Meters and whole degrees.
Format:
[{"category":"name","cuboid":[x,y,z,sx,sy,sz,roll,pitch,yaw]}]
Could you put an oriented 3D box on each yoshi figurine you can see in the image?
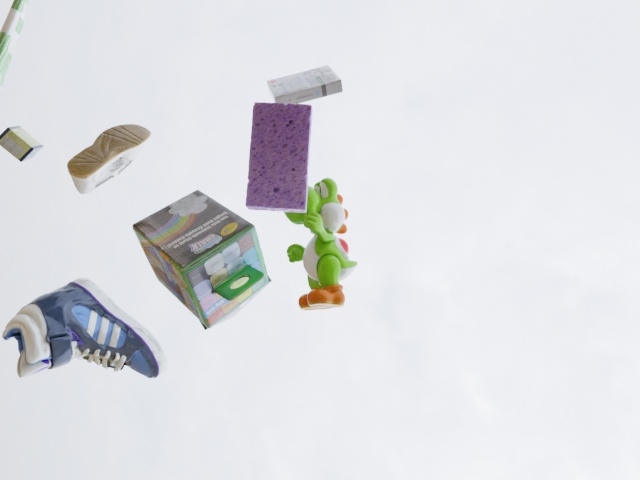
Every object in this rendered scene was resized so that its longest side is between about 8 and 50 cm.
[{"category":"yoshi figurine","cuboid":[-0.028,0.000,1.141,0.203,0.203,0.363,-7,-106,24]}]

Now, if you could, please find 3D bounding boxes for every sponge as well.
[{"category":"sponge","cuboid":[-0.079,-0.162,0.819,0.117,0.031,0.210,3,-97,5]}]

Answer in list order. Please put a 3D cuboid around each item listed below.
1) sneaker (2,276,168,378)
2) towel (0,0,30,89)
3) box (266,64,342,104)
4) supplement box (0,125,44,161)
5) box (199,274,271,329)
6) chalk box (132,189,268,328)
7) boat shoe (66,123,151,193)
[{"category":"sneaker","cuboid":[-0.538,0.256,0.956,0.323,0.236,0.130,46,-50,-3]},{"category":"towel","cuboid":[-0.640,-0.448,0.888,0.247,0.038,0.325,20,-93,50]},{"category":"box","cuboid":[-0.047,-0.430,1.176,0.145,0.186,0.038,-113,-171,-50]},{"category":"supplement box","cuboid":[-0.876,-0.283,1.232,0.056,0.083,0.083,-43,-157,2]},{"category":"box","cuboid":[-0.309,0.148,1.383,0.247,0.142,0.163,-43,-104,31]},{"category":"chalk box","cuboid":[-0.175,0.035,0.679,0.213,0.132,0.132,32,-36,35]},{"category":"boat shoe","cuboid":[-0.567,-0.224,1.147,0.098,0.277,0.096,27,-45,4]}]
